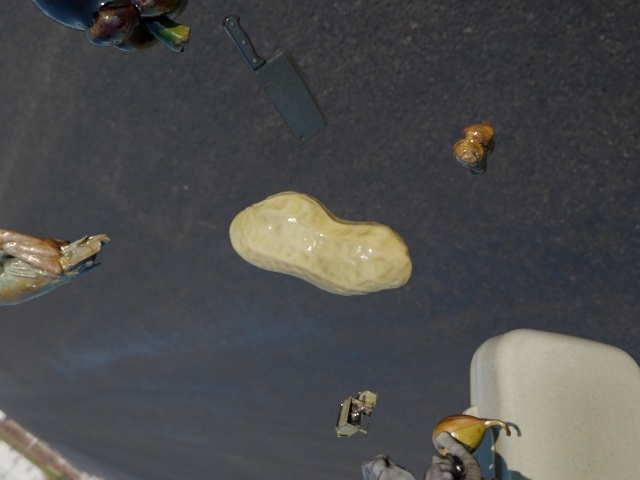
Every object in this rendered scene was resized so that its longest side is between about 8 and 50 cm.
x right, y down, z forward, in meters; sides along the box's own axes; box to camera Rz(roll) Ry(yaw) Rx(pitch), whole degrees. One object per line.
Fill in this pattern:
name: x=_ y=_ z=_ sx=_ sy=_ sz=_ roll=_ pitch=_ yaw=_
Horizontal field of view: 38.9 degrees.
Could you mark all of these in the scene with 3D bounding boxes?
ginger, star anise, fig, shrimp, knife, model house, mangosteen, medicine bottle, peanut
ginger: x=0.319 y=-0.197 z=1.878 sx=0.073 sy=0.103 sz=0.162 roll=24 pitch=177 yaw=19
star anise: x=0.106 y=0.262 z=0.839 sx=0.230 sy=0.262 sz=0.081 roll=4 pitch=128 yaw=16
fig: x=0.163 y=0.209 z=0.979 sx=0.083 sy=0.050 sz=0.050 roll=-17 pitch=134 yaw=17
shrimp: x=-0.492 y=0.030 z=1.497 sx=0.317 sy=0.077 sz=0.168 roll=-19 pitch=136 yaw=18
knife: x=-0.070 y=-0.272 z=1.473 sx=0.245 sy=0.072 sz=0.019 roll=55 pitch=174 yaw=-24
model house: x=0.061 y=0.303 z=1.590 sx=0.057 sy=0.083 sz=0.058 roll=24 pitch=143 yaw=-14
mangosteen: x=-0.360 y=-0.459 z=1.495 sx=0.297 sy=0.313 sz=0.297 roll=1 pitch=162 yaw=0
medicine bottle: x=0.318 y=0.306 z=1.171 sx=0.282 sy=0.375 sz=0.123 roll=12 pitch=155 yaw=-20
peanut: x=0.000 y=0.000 z=1.258 sx=0.275 sy=0.111 sz=0.125 roll=15 pitch=116 yaw=19
